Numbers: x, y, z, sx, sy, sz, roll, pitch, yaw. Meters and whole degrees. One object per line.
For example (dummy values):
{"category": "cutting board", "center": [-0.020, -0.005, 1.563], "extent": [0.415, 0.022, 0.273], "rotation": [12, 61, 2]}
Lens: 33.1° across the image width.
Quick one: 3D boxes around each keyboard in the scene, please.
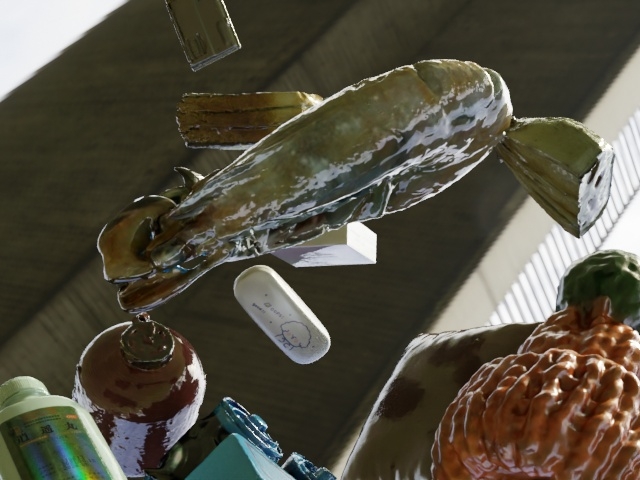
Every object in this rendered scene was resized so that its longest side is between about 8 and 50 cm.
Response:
{"category": "keyboard", "center": [-0.108, -0.207, 0.878], "extent": [0.049, 0.129, 0.015], "rotation": [-22, 178, 21]}

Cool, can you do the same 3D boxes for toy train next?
{"category": "toy train", "center": [-0.069, 0.349, 1.294], "extent": [0.188, 0.300, 0.265], "rotation": [-44, -146, 0]}

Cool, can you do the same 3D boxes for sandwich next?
{"category": "sandwich", "center": [-0.088, -0.212, 1.926], "extent": [0.249, 0.095, 0.273], "rotation": [0, -177, 22]}

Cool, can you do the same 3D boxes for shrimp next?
{"category": "shrimp", "center": [-0.009, -0.056, 1.076], "extent": [0.446, 0.221, 0.110], "rotation": [-22, -115, -11]}

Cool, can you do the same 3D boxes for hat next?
{"category": "hat", "center": [0.287, 0.193, 1.291], "extent": [0.285, 0.285, 0.400], "rotation": [-10, -147, 27]}

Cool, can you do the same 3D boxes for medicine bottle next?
{"category": "medicine bottle", "center": [-0.303, 0.241, 1.195], "extent": [0.121, 0.083, 0.229], "rotation": [-12, -146, -28]}

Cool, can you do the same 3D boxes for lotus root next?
{"category": "lotus root", "center": [0.269, -0.093, 1.229], "extent": [0.070, 0.143, 0.144], "rotation": [-43, -112, -13]}

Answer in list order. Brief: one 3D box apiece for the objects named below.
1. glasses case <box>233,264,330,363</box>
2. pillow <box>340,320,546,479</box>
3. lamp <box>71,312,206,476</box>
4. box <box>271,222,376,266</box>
{"category": "glasses case", "center": [-0.061, 0.120, 1.722], "extent": [0.076, 0.197, 0.049], "rotation": [-34, -155, 12]}
{"category": "pillow", "center": [0.178, 0.251, 1.542], "extent": [0.308, 0.108, 0.305], "rotation": [-16, -142, 56]}
{"category": "lamp", "center": [-0.251, 0.214, 1.462], "extent": [0.180, 0.258, 0.180], "rotation": [11, -138, -10]}
{"category": "box", "center": [0.000, 0.000, 1.568], "extent": [0.129, 0.130, 0.051], "rotation": [-4, -105, 21]}
